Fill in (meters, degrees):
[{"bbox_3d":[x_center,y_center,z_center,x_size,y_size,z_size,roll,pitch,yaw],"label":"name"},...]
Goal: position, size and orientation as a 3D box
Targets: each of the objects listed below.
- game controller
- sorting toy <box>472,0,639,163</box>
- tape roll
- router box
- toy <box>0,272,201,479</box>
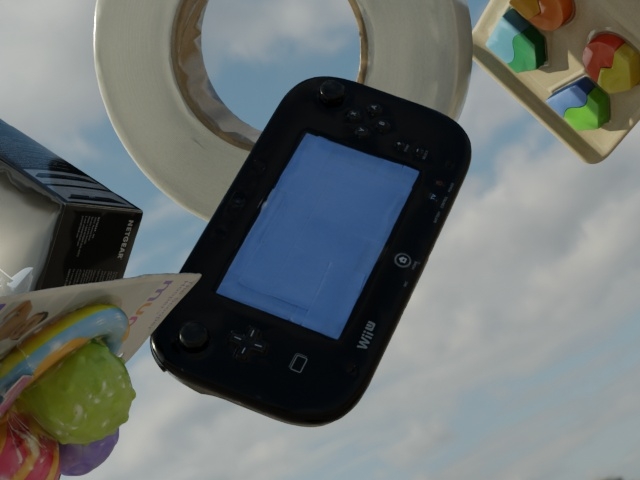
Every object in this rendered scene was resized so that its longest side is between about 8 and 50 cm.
[{"bbox_3d":[0.000,0.000,1.103,0.067,0.167,0.319,82,-151,-51],"label":"game controller"},{"bbox_3d":[0.242,-0.185,1.388,0.038,0.193,0.208,-41,-10,-30],"label":"sorting toy"},{"bbox_3d":[-0.042,-0.193,1.427,0.392,0.392,0.072,-34,-1,22],"label":"tape roll"},{"bbox_3d":[-0.286,0.069,1.175,0.081,0.243,0.308,6,-71,-46],"label":"router box"},{"bbox_3d":[-0.126,0.080,0.607,0.137,0.056,0.237,-45,-14,13],"label":"toy"}]
